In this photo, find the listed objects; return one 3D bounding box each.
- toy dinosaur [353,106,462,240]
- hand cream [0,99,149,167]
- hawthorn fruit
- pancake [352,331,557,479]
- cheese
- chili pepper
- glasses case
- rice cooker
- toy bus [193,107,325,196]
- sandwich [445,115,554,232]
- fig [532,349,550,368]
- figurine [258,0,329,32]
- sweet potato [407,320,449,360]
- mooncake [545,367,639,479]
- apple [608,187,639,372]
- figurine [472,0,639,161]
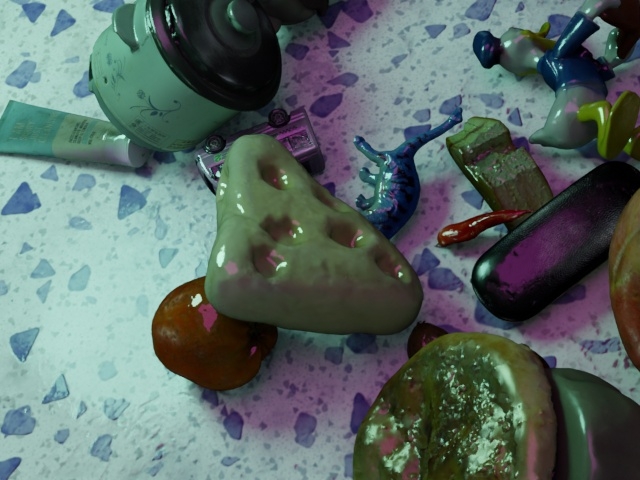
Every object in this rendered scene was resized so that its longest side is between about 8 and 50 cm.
[{"bbox_3d":[0.101,-0.077,2.001,0.144,0.076,0.329,21,82,24],"label":"toy dinosaur"},{"bbox_3d":[-0.442,-0.185,2.218,0.312,0.070,0.111,10,68,24],"label":"hand cream"},{"bbox_3d":[-0.160,0.136,1.909,0.189,0.189,0.189,-6,61,11],"label":"hawthorn fruit"},{"bbox_3d":[0.164,0.300,1.682,0.387,0.082,0.387,-33,47,45],"label":"pancake"},{"bbox_3d":[0.000,0.000,1.902,0.328,0.129,0.351,17,39,-12],"label":"cheese"},{"bbox_3d":[0.240,-0.024,1.930,0.178,0.027,0.045,-17,15,37],"label":"chili pepper"},{"bbox_3d":[0.361,0.001,1.892,0.314,0.075,0.122,-38,73,-8],"label":"glasses case"},{"bbox_3d":[-0.213,-0.297,2.065,0.316,0.316,0.264,-7,61,11],"label":"rice cooker"},{"bbox_3d":[-0.097,-0.129,2.079,0.199,0.096,0.108,-23,64,-2],"label":"toy bus"},{"bbox_3d":[0.273,-0.113,1.974,0.090,0.088,0.244,-33,59,-4],"label":"sandwich"},{"bbox_3d":[0.270,0.212,1.812,0.125,0.089,0.089,-37,56,20],"label":"fig"},{"bbox_3d":[-0.011,-0.504,2.203,0.380,0.248,0.203,-24,18,-16],"label":"figurine"},{"bbox_3d":[0.170,0.224,1.836,0.081,0.062,0.233,-15,62,24],"label":"sweet potato"},{"bbox_3d":[0.327,0.299,1.644,0.135,0.275,0.275,12,61,-16],"label":"mooncake"},{"bbox_3d":[0.566,0.038,1.668,0.364,0.364,0.364,-6,61,11],"label":"apple"},{"bbox_3d":[0.379,-0.285,1.984,0.338,0.204,0.283,25,83,33],"label":"figurine"}]
